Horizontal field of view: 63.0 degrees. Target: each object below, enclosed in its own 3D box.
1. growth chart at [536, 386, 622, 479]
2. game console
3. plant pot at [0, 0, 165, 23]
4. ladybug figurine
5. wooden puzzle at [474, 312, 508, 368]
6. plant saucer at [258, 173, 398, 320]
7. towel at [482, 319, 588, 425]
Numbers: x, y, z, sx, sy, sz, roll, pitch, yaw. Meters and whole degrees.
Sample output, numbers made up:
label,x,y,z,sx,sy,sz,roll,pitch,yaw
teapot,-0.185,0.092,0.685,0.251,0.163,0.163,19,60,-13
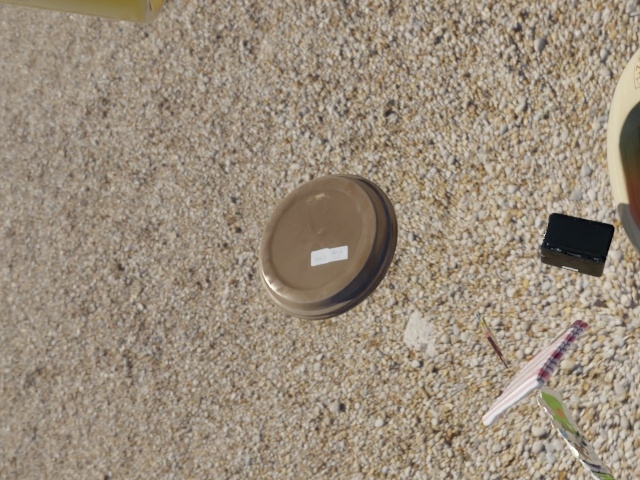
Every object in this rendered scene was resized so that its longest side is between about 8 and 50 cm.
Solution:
label,x,y,z,sx,sy,sz,roll,pitch,yaw
growth chart,0.531,0.406,1.089,0.021,0.171,0.237,-43,52,23
game console,0.522,0.010,1.068,0.122,0.107,0.071,17,68,30
plant pot,-0.252,-0.318,0.468,0.254,0.238,0.254,-165,90,-76
ladybug figurine,0.632,-0.137,0.862,0.161,0.305,0.450,-6,86,-11
wooden puzzle,0.224,0.127,0.684,0.006,0.083,0.049,-30,24,16
plant saucer,0.000,0.000,0.912,0.277,0.041,0.278,-13,61,26
towel,0.348,0.213,0.836,0.029,0.197,0.144,44,136,20
